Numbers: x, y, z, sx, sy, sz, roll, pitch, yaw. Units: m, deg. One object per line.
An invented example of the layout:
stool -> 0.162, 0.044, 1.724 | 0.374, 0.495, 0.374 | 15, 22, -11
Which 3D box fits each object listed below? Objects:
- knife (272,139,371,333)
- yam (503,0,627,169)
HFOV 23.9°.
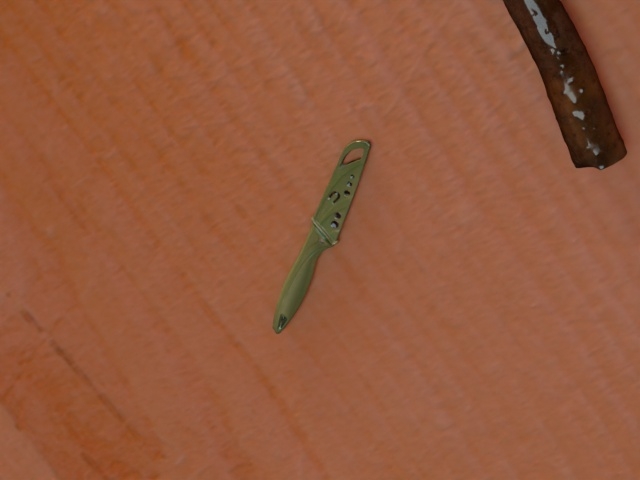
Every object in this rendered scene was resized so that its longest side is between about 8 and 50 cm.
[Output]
knife -> 0.000, 0.000, 1.311 | 0.030, 0.014, 0.207 | 26, 117, 6
yam -> 0.155, -0.204, 1.157 | 0.045, 0.045, 0.327 | -25, 105, 2
